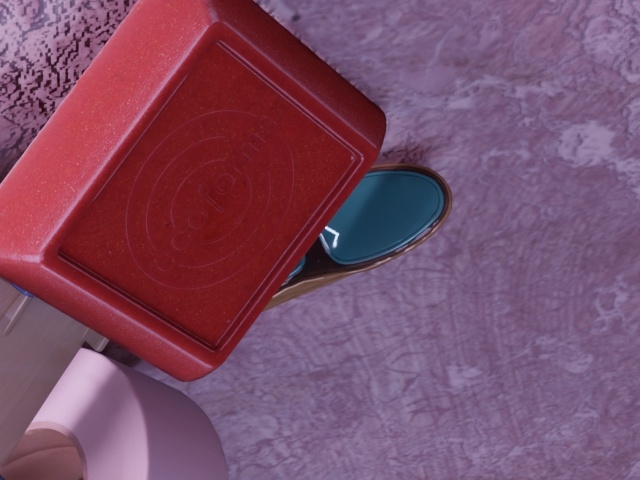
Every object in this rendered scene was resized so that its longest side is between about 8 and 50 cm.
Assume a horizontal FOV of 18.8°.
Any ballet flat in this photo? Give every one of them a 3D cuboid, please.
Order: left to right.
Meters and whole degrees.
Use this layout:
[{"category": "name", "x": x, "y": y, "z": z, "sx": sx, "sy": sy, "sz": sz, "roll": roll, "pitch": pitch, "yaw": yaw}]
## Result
[{"category": "ballet flat", "x": 0.000, "y": 0.000, "z": 1.539, "sx": 0.232, "sy": 0.080, "sz": 0.073, "roll": -21, "pitch": 170, "yaw": 13}]

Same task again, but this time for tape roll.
[{"category": "tape roll", "x": -0.211, "y": 0.234, "z": 1.580, "sx": 0.286, "sy": 0.286, "sz": 0.100, "roll": -34, "pitch": 139, "yaw": 24}]

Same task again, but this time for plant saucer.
[{"category": "plant saucer", "x": -0.085, "y": -0.035, "z": 1.372, "sx": 0.258, "sy": 0.047, "sz": 0.259, "roll": -53, "pitch": 135, "yaw": 1}]

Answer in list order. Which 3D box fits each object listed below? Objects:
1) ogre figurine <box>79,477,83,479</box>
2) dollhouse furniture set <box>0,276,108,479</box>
[{"category": "ogre figurine", "x": -0.242, "y": 0.272, "z": 1.775, "sx": 0.197, "sy": 0.097, "sz": 0.118, "roll": -17, "pitch": 133, "yaw": -15}, {"category": "dollhouse furniture set", "x": -0.341, "y": 0.094, "z": 1.437, "sx": 0.286, "sy": 0.198, "sz": 0.303, "roll": -57, "pitch": 152, "yaw": 10}]
